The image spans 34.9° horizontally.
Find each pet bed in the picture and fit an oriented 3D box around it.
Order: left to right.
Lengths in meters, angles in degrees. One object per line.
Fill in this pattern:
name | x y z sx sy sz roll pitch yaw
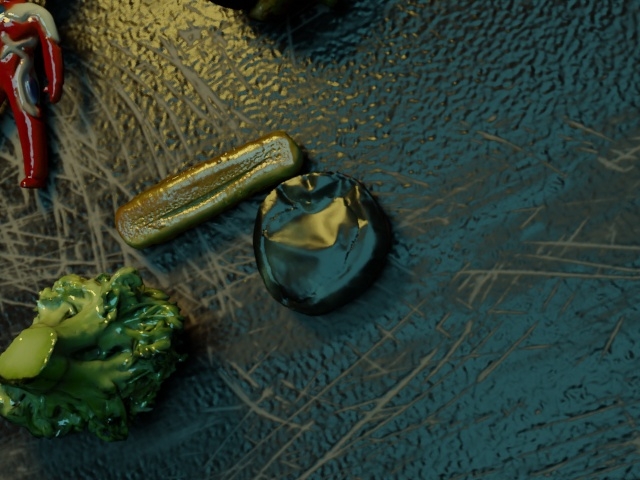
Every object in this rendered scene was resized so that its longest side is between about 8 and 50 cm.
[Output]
pet bed | 0.000 0.000 1.371 0.201 0.053 0.201 -2 84 16

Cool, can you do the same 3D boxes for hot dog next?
hot dog | -0.154 -0.069 1.417 0.286 0.061 0.087 -20 80 13

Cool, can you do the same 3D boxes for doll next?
doll | -0.456 -0.273 1.500 0.188 0.099 0.383 8 94 17

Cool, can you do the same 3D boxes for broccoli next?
broccoli | -0.334 0.147 1.348 0.248 0.245 0.288 38 89 26

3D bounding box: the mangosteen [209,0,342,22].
mangosteen | -0.071 -0.391 1.377 0.250 0.211 0.211 38 95 -15
